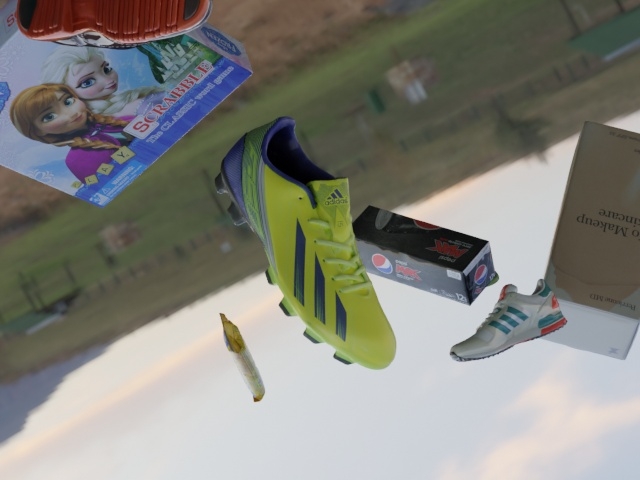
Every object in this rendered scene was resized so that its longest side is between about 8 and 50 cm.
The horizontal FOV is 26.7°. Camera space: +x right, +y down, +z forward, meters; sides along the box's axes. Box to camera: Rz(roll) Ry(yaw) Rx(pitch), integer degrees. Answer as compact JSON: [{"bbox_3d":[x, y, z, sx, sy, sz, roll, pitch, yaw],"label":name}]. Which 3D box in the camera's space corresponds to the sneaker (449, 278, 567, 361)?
[{"bbox_3d":[0.222,0.097,1.658,0.161,0.075,0.057,-19,177,-18],"label":"sneaker"}]

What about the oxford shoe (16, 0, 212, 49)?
[{"bbox_3d":[-0.206,-0.252,1.453,0.271,0.097,0.098,8,178,38],"label":"oxford shoe"}]

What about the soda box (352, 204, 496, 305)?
[{"bbox_3d":[0.110,0.015,1.510,0.169,0.053,0.060,18,-130,35],"label":"soda box"}]

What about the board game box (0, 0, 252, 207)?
[{"bbox_3d":[-0.309,-0.205,1.781,0.318,0.066,0.318,-39,140,24],"label":"board game box"}]

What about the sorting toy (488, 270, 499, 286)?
[{"bbox_3d":[0.159,0.034,1.604,0.102,0.042,0.061,-3,-161,26],"label":"sorting toy"}]

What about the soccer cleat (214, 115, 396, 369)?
[{"bbox_3d":[-0.001,0.000,1.377,0.121,0.289,0.093,-42,160,24],"label":"soccer cleat"}]

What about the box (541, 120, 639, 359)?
[{"bbox_3d":[0.403,-0.002,1.913,0.121,0.148,0.311,91,15,-58],"label":"box"}]

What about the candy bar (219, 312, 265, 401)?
[{"bbox_3d":[-0.072,0.111,1.254,0.018,0.040,0.161,-22,156,-4],"label":"candy bar"}]
